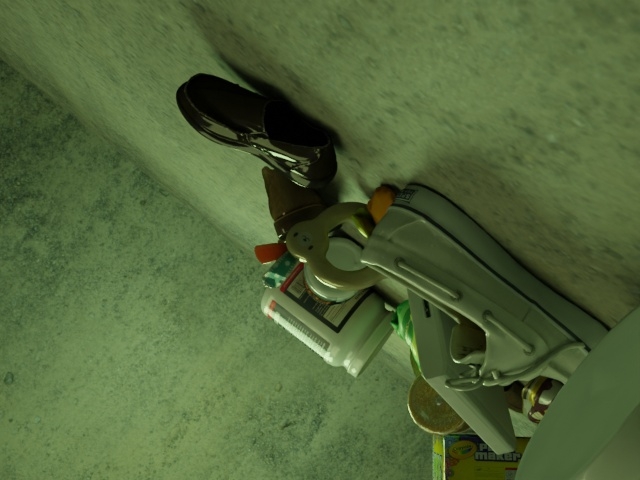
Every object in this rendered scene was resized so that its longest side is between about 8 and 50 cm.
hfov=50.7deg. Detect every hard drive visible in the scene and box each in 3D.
[{"bbox_3d":[0.206,0.166,0.985,0.307,0.040,0.202,47,-151,-45],"label":"hard drive"}]

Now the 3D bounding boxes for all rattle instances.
[{"bbox_3d":[0.000,0.000,0.874,0.200,0.130,0.143,1,176,6],"label":"rattle"}]

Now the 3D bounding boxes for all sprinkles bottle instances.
[{"bbox_3d":[0.281,0.324,1.341,0.121,0.121,0.355,33,-178,29],"label":"sprinkles bottle"}]

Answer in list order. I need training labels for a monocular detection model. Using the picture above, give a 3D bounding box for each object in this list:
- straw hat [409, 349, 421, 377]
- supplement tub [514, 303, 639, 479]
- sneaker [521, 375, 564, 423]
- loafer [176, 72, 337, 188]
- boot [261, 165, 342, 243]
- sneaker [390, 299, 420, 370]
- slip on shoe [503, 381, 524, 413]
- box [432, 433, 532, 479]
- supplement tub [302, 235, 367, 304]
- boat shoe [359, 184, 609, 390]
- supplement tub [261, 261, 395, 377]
[{"bbox_3d":[0.255,0.248,1.428,0.144,0.144,0.061,41,131,-20],"label":"straw hat"},{"bbox_3d":[0.337,0.213,0.482,0.331,0.241,0.241,36,170,10],"label":"supplement tub"},{"bbox_3d":[0.388,0.281,1.125,0.084,0.069,0.185,38,173,35],"label":"sneaker"},{"bbox_3d":[-0.071,-0.148,0.812,0.220,0.080,0.078,27,146,4],"label":"loafer"},{"bbox_3d":[-0.036,-0.056,1.102,0.305,0.112,0.115,81,166,-82],"label":"boot"},{"bbox_3d":[0.200,0.166,1.246,0.123,0.110,0.295,59,180,21],"label":"sneaker"},{"bbox_3d":[0.364,0.288,1.310,0.135,0.051,0.041,46,177,-1],"label":"slip on shoe"},{"bbox_3d":[0.398,0.514,1.464,0.290,0.176,0.279,1,165,4],"label":"box"},{"bbox_3d":[0.025,0.062,1.277,0.117,0.117,0.190,37,170,5],"label":"supplement tub"},{"bbox_3d":[0.193,0.109,0.763,0.367,0.156,0.136,40,170,-9],"label":"boat shoe"},{"bbox_3d":[0.021,0.159,1.516,0.272,0.191,0.191,36,170,13],"label":"supplement tub"}]
